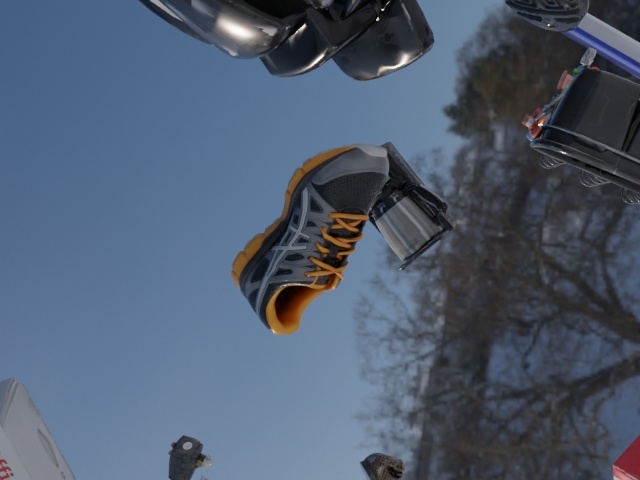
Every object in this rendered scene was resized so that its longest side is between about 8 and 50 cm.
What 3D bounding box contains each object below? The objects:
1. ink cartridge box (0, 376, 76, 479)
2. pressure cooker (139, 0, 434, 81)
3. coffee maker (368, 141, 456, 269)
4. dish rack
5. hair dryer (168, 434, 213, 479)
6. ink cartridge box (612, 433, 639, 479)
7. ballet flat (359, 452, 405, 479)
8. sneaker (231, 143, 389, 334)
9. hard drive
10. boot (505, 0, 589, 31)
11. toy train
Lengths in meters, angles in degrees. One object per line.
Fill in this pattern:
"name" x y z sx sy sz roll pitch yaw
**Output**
"ink cartridge box" -0.297 0.202 0.772 0.072 0.175 0.128 -108 -2 -67
"pressure cooker" -0.022 -0.343 0.683 0.420 0.369 0.376 -44 -25 -32
"coffee maker" 0.120 -0.057 1.571 0.178 0.120 0.171 51 -177 4
"dish rack" 0.260 -0.057 0.756 0.271 0.208 0.074 -20 -45 -85
"hair dryer" -0.148 0.392 1.112 0.080 0.223 0.294 -16 -41 -59
"ink cartridge box" 0.469 0.320 1.331 0.134 0.078 0.231 -38 -46 -24
"ballet flat" 0.115 0.391 1.485 0.084 0.058 0.250 52 168 43
"sneaker" 0.000 0.000 0.877 0.215 0.084 0.083 -54 47 36
"hard drive" 0.464 -0.336 1.632 0.040 0.318 0.210 -59 -20 15
"boot" 0.313 -0.467 1.243 0.260 0.131 0.348 -49 -48 -16
"toy train" 0.339 -0.202 1.419 0.125 0.046 0.166 -85 19 -53
